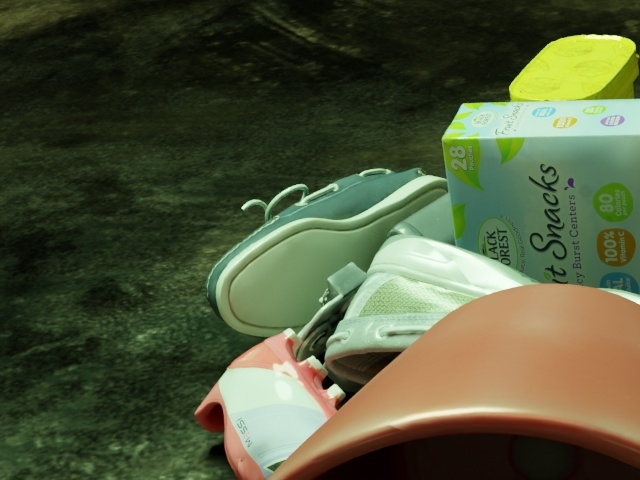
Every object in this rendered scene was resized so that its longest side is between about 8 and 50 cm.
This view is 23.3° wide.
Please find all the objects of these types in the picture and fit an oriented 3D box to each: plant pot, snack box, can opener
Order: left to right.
[{"bbox_3d":[0.090,0.029,1.188,0.283,0.076,0.095,-31,66,-37],"label":"can opener"},{"bbox_3d":[0.100,0.151,0.741,0.275,0.275,0.243,-2,19,15],"label":"plant pot"},{"bbox_3d":[0.199,-0.007,1.081,0.207,0.174,0.070,0,27,22],"label":"snack box"}]

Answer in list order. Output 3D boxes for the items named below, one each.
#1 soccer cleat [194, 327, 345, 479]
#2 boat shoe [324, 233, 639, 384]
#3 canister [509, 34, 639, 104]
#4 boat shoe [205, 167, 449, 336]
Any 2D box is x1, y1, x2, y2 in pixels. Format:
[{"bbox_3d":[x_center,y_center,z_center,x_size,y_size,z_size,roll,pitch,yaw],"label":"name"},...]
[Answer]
[{"bbox_3d":[-0.008,0.147,0.978,0.095,0.083,0.248,-40,34,2],"label":"soccer cleat"},{"bbox_3d":[0.147,0.088,0.990,0.320,0.118,0.103,21,66,34],"label":"boat shoe"},{"bbox_3d":[0.198,-0.053,1.176,0.073,0.170,0.126,6,31,28],"label":"canister"},{"bbox_3d":[0.000,0.000,1.222,0.079,0.095,0.254,19,37,41],"label":"boat shoe"}]
